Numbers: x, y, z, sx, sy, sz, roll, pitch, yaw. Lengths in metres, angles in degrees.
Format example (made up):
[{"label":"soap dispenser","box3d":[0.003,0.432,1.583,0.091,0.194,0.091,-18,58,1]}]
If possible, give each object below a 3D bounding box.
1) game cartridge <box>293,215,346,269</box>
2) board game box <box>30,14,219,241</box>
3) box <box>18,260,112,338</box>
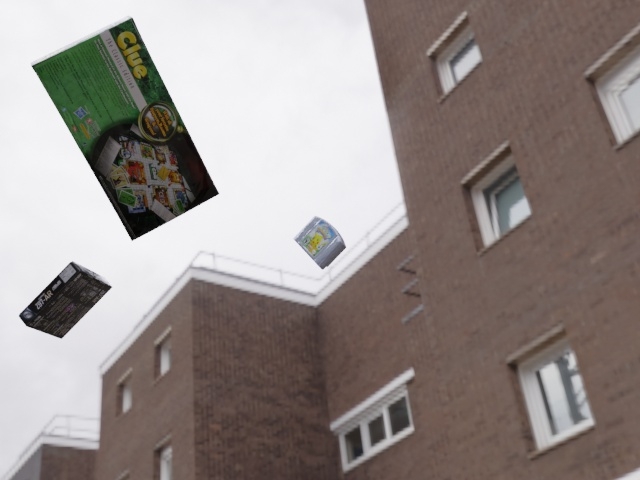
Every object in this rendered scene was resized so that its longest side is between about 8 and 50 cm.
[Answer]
[{"label":"game cartridge","box3d":[0.000,0.000,1.215,0.056,0.083,0.017,-44,-44,-1]},{"label":"board game box","box3d":[-0.243,-0.138,1.075,0.136,0.030,0.259,-28,-61,-9]},{"label":"box","box3d":[-0.278,0.066,0.922,0.083,0.018,0.067,-46,-26,0]}]
